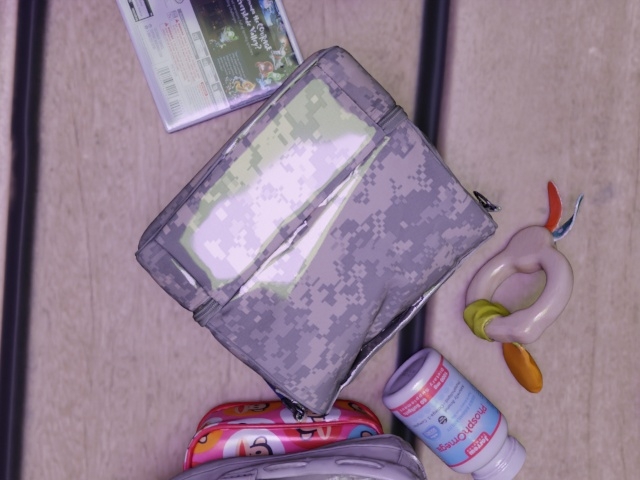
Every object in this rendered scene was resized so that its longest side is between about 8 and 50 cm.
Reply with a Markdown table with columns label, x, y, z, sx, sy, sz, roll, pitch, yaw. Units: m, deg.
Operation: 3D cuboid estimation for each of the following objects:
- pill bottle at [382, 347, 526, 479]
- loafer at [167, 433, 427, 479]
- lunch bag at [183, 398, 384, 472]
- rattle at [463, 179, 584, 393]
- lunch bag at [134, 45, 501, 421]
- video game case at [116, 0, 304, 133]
| label | x | y | z | sx | sy | sz | roll | pitch | yaw |
| --- | --- | --- | --- | --- | --- | --- | --- | --- | --- |
| pill bottle | 0.152 | 0.203 | 0.903 | 0.160 | 0.087 | 0.087 | 44 | 90 | -4 |
| loafer | -0.054 | 0.262 | 0.770 | 0.320 | 0.111 | 0.112 | -18 | 90 | 2 |
| lunch bag | -0.050 | 0.326 | 0.881 | 0.258 | 0.120 | 0.292 | -1 | 93 | -3 |
| rattle | 0.262 | 0.053 | 0.914 | 0.143 | 0.130 | 0.199 | 39 | 63 | -15 |
| lunch bag | 0.000 | 0.000 | 0.821 | 0.256 | 0.212 | 0.305 | 44 | 89 | -1 |
| video game case | -0.124 | -0.238 | 0.901 | 0.173 | 0.022 | 0.190 | -21 | 93 | -2 |
